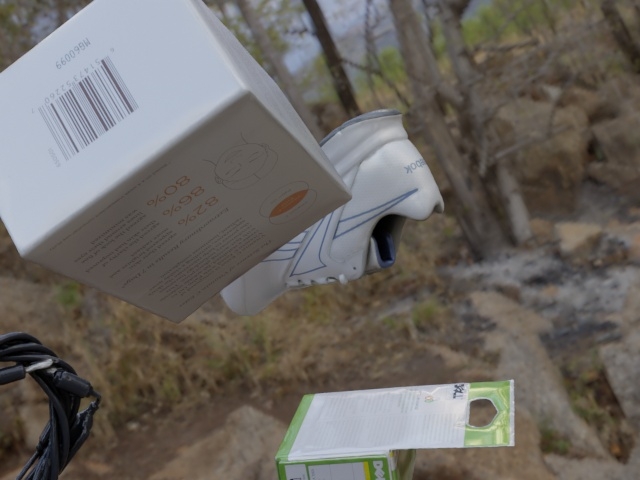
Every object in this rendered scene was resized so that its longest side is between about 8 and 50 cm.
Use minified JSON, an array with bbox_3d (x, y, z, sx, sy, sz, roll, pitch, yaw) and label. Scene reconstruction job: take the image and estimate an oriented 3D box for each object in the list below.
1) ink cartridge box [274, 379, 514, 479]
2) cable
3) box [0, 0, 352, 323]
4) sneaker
[{"bbox_3d":[0.094,0.240,1.285,0.255,0.097,0.189,-5,13,11],"label":"ink cartridge box"},{"bbox_3d":[-0.281,0.170,0.964,0.184,0.150,0.047,-51,34,-5],"label":"cable"},{"bbox_3d":[-0.079,-0.042,0.591,0.130,0.091,0.170,-36,-22,6],"label":"box"},{"bbox_3d":[0.000,0.000,1.143,0.111,0.129,0.297,-21,-19,-50],"label":"sneaker"}]
